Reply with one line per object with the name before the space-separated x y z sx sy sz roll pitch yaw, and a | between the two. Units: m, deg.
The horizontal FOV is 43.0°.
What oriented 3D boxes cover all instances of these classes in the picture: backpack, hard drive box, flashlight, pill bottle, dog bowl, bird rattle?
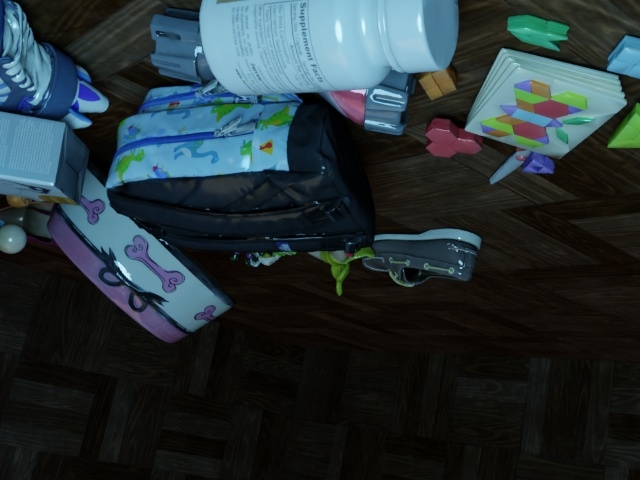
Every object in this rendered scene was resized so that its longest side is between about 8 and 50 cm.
backpack | -0.127 -0.096 1.165 0.355 0.274 0.290 -14 157 13
hard drive box | -0.455 -0.120 1.119 0.232 0.089 0.181 9 173 -4
flashlight | -0.040 -0.201 0.955 0.304 0.103 0.103 12 -152 9
pill bottle | 0.010 -0.211 0.791 0.229 0.131 0.131 3 164 28
dog bowl | -0.358 0.034 1.587 0.408 0.150 0.408 43 174 5
bird rattle | 0.000 0.000 1.646 0.206 0.143 0.253 23 168 23

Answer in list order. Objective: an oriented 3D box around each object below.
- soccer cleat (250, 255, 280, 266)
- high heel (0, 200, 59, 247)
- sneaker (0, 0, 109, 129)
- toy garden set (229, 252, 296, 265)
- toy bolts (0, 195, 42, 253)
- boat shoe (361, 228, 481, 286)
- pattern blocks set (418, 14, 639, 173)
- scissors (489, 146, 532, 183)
soccer cleat | -0.107 0.019 1.879 0.068 0.076 0.196 18 164 -25
high heel | -0.689 -0.043 1.966 0.181 0.127 0.377 6 173 -26
sneaker | -0.376 -0.233 1.055 0.236 0.130 0.322 10 165 -31
toy garden set | -0.167 -0.002 1.396 0.203 0.049 0.244 20 171 -15
toy bolts | -0.645 -0.084 1.618 0.158 0.229 0.218 11 158 4
boat shoe | 0.195 0.043 1.698 0.116 0.097 0.324 22 162 -36
pattern blocks set | 0.257 -0.156 0.969 0.285 0.026 0.325 11 161 9
scissors | 0.296 -0.122 1.135 0.108 0.021 0.297 7 164 9
